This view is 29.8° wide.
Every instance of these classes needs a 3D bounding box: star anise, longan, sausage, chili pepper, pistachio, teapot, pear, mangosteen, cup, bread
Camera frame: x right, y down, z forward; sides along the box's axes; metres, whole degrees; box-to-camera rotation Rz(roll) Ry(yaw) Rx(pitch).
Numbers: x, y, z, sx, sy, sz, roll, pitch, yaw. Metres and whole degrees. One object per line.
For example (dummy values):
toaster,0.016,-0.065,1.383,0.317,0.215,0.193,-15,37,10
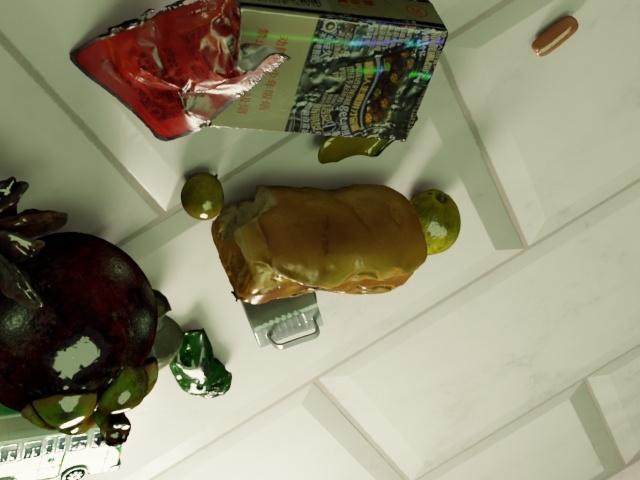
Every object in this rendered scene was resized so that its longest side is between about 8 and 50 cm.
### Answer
star anise,-0.466,-0.020,1.590,0.212,0.129,0.283,-42,102,-7
longan,-0.177,-0.071,1.845,0.075,0.075,0.083,93,23,-49
sausage,0.378,-0.329,1.933,0.083,0.034,0.034,-38,143,10
chili pepper,-0.225,0.223,2.163,0.098,0.061,0.224,-23,146,3
pistachio,0.071,-0.171,1.903,0.173,0.049,0.089,-23,138,1
teapot,-0.310,0.148,1.981,0.166,0.130,0.119,4,125,7
pear,0.194,-0.030,2.106,0.107,0.107,0.131,-8,142,-27
mangosteen,-0.366,0.138,1.761,0.300,0.300,0.300,-18,142,-15
cup,-0.061,0.132,2.109,0.129,0.128,0.095,-23,145,-5
bread,0.004,-0.001,1.944,0.344,0.195,0.149,-3,142,-35

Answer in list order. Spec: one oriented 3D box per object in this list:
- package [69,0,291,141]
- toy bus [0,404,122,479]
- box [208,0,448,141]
package,-0.177,-0.226,1.564,0.269,0.071,0.194,-22,122,28
toy bus,-0.475,0.329,2.057,0.276,0.133,0.164,-5,138,-30
box,0.001,-0.248,1.678,0.310,0.084,0.198,3,129,-21
